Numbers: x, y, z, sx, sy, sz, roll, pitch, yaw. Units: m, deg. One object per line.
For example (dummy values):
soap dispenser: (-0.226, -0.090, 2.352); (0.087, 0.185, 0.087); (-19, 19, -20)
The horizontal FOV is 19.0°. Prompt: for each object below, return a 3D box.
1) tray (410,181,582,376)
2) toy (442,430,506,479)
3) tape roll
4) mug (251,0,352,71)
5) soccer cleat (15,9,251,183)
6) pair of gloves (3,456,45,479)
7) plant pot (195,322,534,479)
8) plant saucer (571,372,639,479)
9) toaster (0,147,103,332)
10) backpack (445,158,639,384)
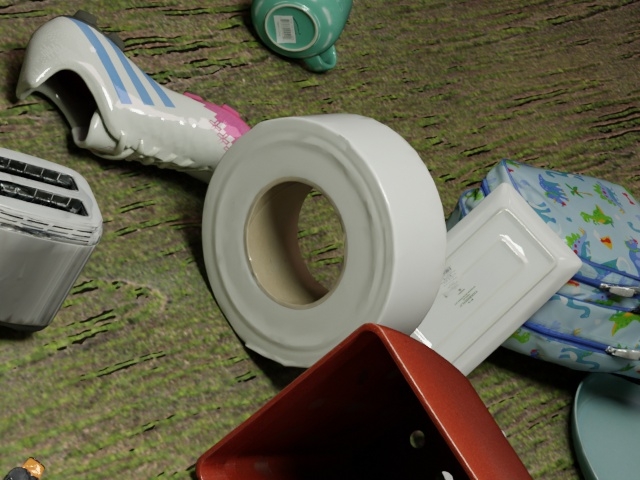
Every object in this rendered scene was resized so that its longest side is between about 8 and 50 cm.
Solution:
tray: (0.176, 0.066, 2.314); (0.145, 0.270, 0.030); (47, -5, 4)
toy: (0.194, 0.315, 2.226); (0.137, 0.056, 0.237); (12, 41, -34)
tape roll: (0.000, 0.000, 2.151); (0.100, 0.286, 0.286); (-9, 61, -51)
mug: (-0.018, -0.303, 2.587); (0.158, 0.129, 0.097); (37, 38, -13)
soccer cleat: (-0.209, -0.128, 2.236); (0.331, 0.116, 0.143); (33, 51, -14)
pair of gloves: (-0.268, 0.250, 1.840); (0.083, 0.010, 0.074); (42, 34, -4)
plant pot: (0.082, 0.262, 2.001); (0.267, 0.267, 0.236); (57, 24, 17)
plant saucer: (0.441, 0.307, 2.511); (0.317, 0.044, 0.317); (28, 38, -25)
toaster: (-0.319, -0.002, 1.918); (0.227, 0.146, 0.129); (16, 33, -36)
backpack: (0.314, 0.037, 2.499); (0.355, 0.273, 0.290); (3, 45, -17)
